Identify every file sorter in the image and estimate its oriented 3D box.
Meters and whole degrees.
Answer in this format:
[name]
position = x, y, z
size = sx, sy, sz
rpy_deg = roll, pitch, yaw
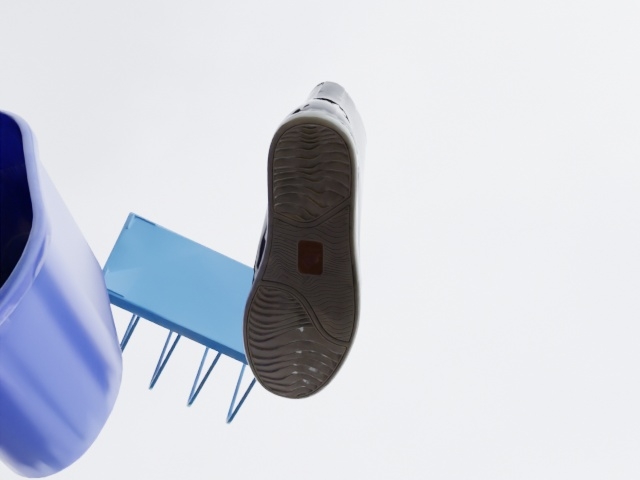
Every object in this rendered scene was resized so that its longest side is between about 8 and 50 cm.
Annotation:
[file sorter]
position = -0.130, 0.077, 1.157
size = 0.170, 0.118, 0.104
rpy_deg = 25, -55, -8

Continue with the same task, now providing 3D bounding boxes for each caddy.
[caddy]
position = -0.275, 0.037, 0.829
size = 0.241, 0.179, 0.341
rpy_deg = -27, -146, -2

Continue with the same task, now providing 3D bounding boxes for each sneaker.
[sneaker]
position = 0.000, 0.000, 0.912
size = 0.083, 0.118, 0.222
rpy_deg = 11, -67, 5
